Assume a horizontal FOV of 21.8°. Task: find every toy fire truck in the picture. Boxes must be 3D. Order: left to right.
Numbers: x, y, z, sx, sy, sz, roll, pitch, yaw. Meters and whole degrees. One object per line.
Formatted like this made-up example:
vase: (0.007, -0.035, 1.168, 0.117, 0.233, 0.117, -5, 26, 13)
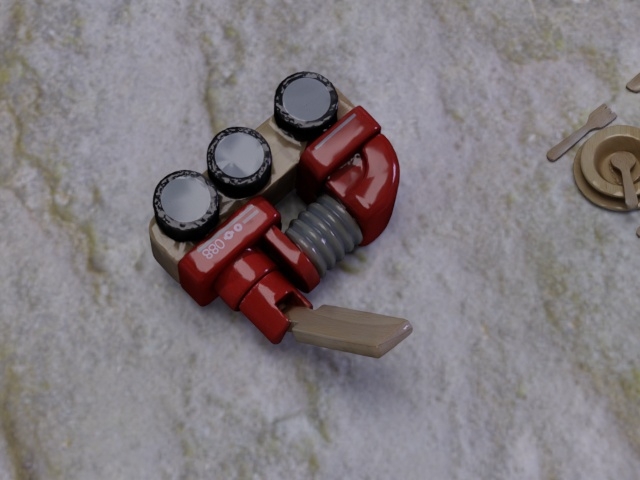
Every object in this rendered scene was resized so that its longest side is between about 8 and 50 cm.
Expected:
toy fire truck: (0.000, 0.000, 1.435, 0.217, 0.158, 0.246, -41, 76, -16)

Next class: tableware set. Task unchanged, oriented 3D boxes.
tableware set: (0.313, -0.103, 1.506, 0.194, 0.039, 0.128, -39, 64, -15)
